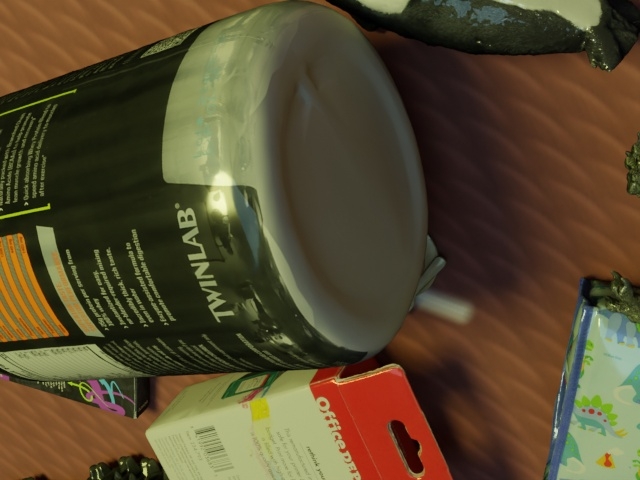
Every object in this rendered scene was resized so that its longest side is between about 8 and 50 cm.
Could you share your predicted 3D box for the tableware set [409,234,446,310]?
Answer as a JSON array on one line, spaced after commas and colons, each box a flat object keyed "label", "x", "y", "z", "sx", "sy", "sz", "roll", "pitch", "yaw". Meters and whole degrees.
[{"label": "tableware set", "x": 0.000, "y": 0.000, "z": 0.590, "sx": 0.141, "sy": 0.020, "sz": 0.168, "roll": -35, "pitch": 95, "yaw": 27}]

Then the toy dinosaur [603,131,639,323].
[{"label": "toy dinosaur", "x": 0.225, "y": 0.001, "z": 0.426, "sx": 0.118, "sy": 0.064, "sz": 0.268, "roll": 5, "pitch": 88, "yaw": 8}]

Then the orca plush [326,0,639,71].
[{"label": "orca plush", "x": 0.054, "y": -0.176, "z": 0.490, "sx": 0.287, "sy": 0.102, "sz": 0.151, "roll": 19, "pitch": 70, "yaw": 2}]

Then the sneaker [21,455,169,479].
[{"label": "sneaker", "x": -0.213, "y": 0.286, "z": 0.730, "sx": 0.276, "sy": 0.097, "sz": 0.135, "roll": -18, "pitch": 102, "yaw": 27}]

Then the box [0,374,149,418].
[{"label": "box", "x": -0.230, "y": 0.087, "z": 0.701, "sx": 0.162, "sy": 0.029, "sz": 0.116, "roll": 13, "pitch": 114, "yaw": 17}]

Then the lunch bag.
[{"label": "lunch bag", "x": 0.221, "y": 0.112, "z": 0.508, "sx": 0.129, "sy": 0.096, "sz": 0.151, "roll": 9, "pitch": 102, "yaw": 17}]

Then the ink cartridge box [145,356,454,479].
[{"label": "ink cartridge box", "x": -0.007, "y": 0.163, "z": 0.619, "sx": 0.231, "sy": 0.078, "sz": 0.134, "roll": -20, "pitch": 102, "yaw": 25}]

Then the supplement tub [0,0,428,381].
[{"label": "supplement tub", "x": -0.119, "y": -0.013, "z": 0.511, "sx": 0.338, "sy": 0.207, "sz": 0.207, "roll": -8, "pitch": 106, "yaw": 31}]
